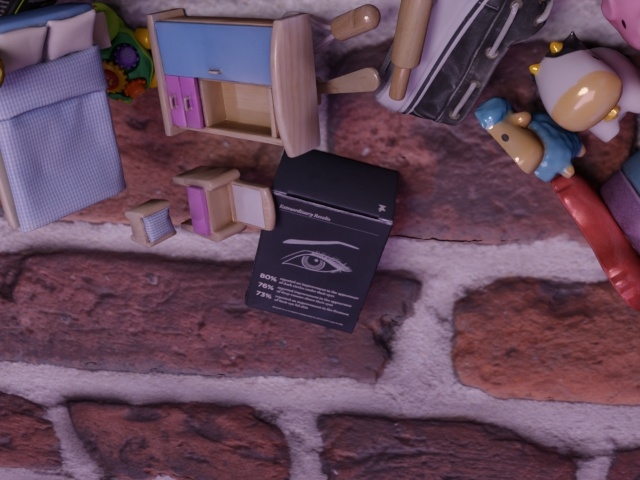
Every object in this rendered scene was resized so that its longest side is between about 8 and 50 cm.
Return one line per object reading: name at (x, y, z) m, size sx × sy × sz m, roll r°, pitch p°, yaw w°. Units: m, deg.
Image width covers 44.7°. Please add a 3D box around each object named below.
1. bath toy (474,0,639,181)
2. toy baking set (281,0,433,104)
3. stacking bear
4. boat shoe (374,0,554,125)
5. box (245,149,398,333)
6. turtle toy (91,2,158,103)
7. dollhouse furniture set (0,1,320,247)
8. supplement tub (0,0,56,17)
bath toy at (0.312, -0.209, 0.750) m, size 0.129 × 0.151 × 0.348 m, roll 45°, pitch 122°, yaw 2°
toy baking set at (0.030, -0.232, 0.784) m, size 0.196 × 0.030 × 0.256 m, roll 34°, pitch 136°, yaw 33°
stacking bear at (0.428, -0.066, 0.834) m, size 0.289 × 0.175 × 0.164 m, roll -35°, pitch 149°, yaw 22°
boat shoe at (0.170, -0.247, 0.763) m, size 0.119 × 0.121 × 0.335 m, roll 17°, pitch 143°, yaw -14°
box at (0.000, 0.000, 0.996) m, size 0.153 × 0.108 × 0.207 m, roll 16°, pitch 131°, yaw -3°
turtle toy at (-0.237, -0.211, 0.887) m, size 0.095 × 0.066 × 0.130 m, roll 0°, pitch 130°, yaw 10°
dollhouse furniture set at (-0.172, -0.082, 0.761) m, size 0.198 × 0.303 × 0.287 m, roll 15°, pitch 121°, yaw 38°
supplement tub at (-0.326, -0.304, 0.740) m, size 0.193 × 0.194 × 0.316 m, roll 36°, pitch 126°, yaw -20°
